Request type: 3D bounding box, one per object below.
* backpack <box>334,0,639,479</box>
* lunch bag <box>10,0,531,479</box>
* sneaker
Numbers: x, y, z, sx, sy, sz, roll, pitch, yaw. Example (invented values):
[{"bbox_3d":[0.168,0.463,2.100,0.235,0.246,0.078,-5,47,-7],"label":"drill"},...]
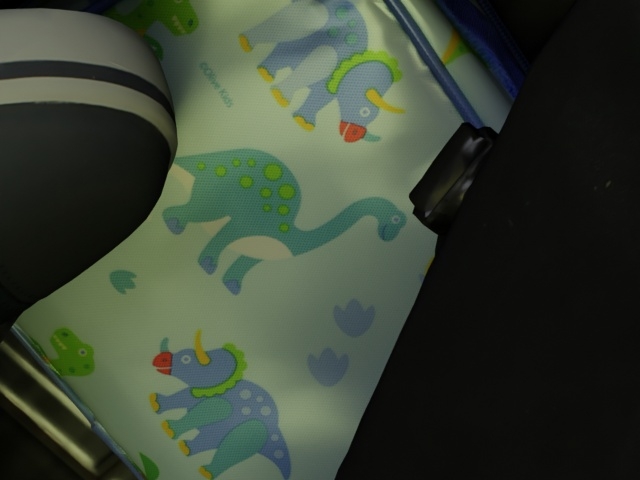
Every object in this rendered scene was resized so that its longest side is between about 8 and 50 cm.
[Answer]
[{"bbox_3d":[0.190,0.117,0.534,0.355,0.273,0.290,17,104,-45],"label":"backpack"},{"bbox_3d":[0.000,0.000,0.616,0.176,0.090,0.219,-31,108,23],"label":"lunch bag"},{"bbox_3d":[-0.175,0.053,0.510,0.321,0.126,0.127,-22,67,2],"label":"sneaker"}]
